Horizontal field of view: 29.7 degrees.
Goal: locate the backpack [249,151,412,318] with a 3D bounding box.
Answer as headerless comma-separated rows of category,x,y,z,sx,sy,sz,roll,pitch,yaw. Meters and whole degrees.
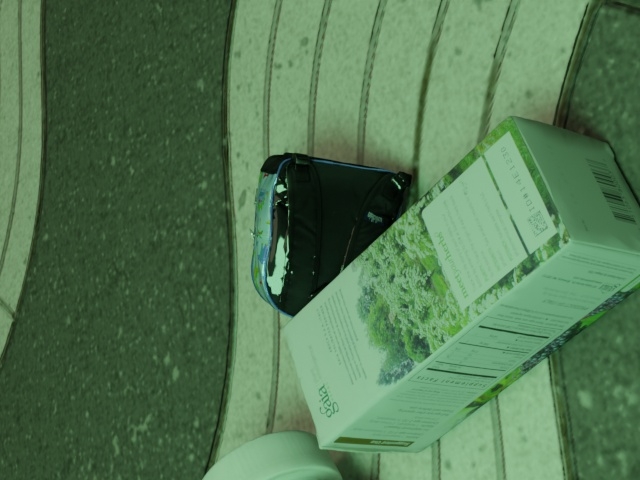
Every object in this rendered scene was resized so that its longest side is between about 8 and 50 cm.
backpack,0.000,0.000,0.866,0.084,0.105,0.114,-171,89,-72

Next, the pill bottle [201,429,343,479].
pill bottle,0.002,0.243,0.801,0.121,0.121,0.221,-55,47,28

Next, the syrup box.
syrup box,0.087,0.037,0.757,0.237,0.096,0.093,-45,50,35
